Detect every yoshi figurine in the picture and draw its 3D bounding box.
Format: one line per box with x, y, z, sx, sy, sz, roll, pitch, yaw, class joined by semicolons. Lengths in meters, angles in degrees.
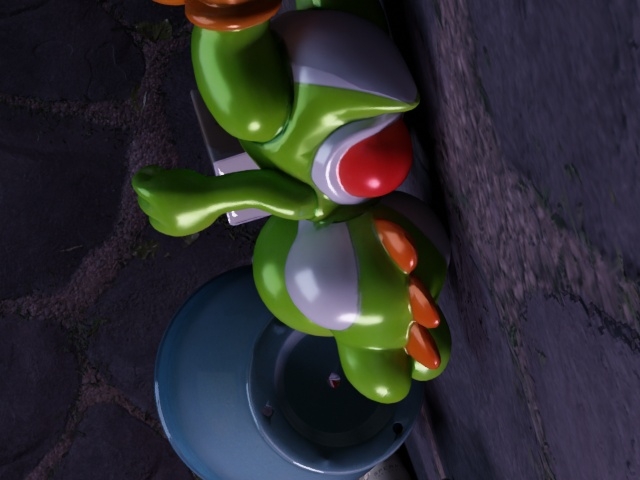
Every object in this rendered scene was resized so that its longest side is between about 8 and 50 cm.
-0.014;-0.056;0.851;0.203;0.204;0.362;-78;-27;-64;yoshi figurine

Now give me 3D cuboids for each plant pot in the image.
-0.020;0.144;1.264;0.255;0.272;0.271;156;97;-71;plant pot

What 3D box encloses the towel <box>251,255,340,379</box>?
-0.030;0.112;2.077;0.235;0.121;0.283;106;148;-81;towel

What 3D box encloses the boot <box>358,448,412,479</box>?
0.065;0.333;1.760;0.262;0.095;0.203;98;156;-57;boot

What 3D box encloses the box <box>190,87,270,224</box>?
-0.119;-0.162;2.017;0.311;0.148;0.121;-116;11;-59;box

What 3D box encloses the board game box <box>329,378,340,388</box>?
0.062;0.323;2.225;0.193;0.045;0.146;-115;9;-65;board game box

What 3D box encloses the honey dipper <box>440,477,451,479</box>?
0.136;0.299;1.287;0.160;0.031;0.030;84;169;-48;honey dipper
